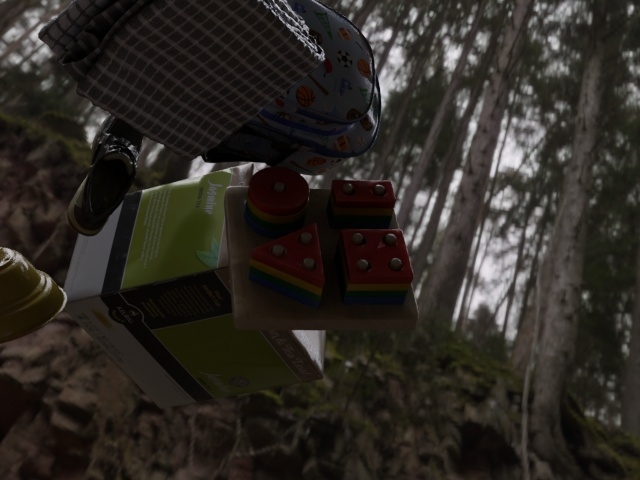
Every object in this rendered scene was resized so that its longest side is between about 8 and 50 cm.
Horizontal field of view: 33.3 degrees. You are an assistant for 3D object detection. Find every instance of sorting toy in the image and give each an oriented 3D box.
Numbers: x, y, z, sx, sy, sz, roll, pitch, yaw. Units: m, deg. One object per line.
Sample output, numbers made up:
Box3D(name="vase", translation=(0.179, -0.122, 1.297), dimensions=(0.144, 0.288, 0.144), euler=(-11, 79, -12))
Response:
Box3D(name="sorting toy", translation=(0.000, 0.000, 1.515), dimensions=(0.255, 0.257, 0.089), euler=(1, -43, -11))

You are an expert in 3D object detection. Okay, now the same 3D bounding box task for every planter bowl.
Box3D(name="planter bowl", translation=(-0.489, 0.069, 1.570), dimensions=(0.217, 0.217, 0.090), euler=(1, -65, 16))

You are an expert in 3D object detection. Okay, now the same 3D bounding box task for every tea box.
Box3D(name="tea box", translation=(-0.192, 0.086, 1.775), dimensions=(0.323, 0.220, 0.329), euler=(-11, -42, 20))

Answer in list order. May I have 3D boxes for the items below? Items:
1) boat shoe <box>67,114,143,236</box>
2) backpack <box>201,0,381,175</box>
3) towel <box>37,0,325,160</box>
Box3D(name="boat shoe", translation=(-0.306, -0.110, 1.596), dimensions=(0.080, 0.224, 0.073), euler=(33, -30, -26))
Box3D(name="backpack", translation=(-0.031, -0.229, 1.590), dimensions=(0.263, 0.277, 0.213), euler=(21, -23, -37))
Box3D(name="towel", translation=(-0.152, -0.226, 1.277), dimensions=(0.235, 0.121, 0.283), euler=(-35, -28, 16))
